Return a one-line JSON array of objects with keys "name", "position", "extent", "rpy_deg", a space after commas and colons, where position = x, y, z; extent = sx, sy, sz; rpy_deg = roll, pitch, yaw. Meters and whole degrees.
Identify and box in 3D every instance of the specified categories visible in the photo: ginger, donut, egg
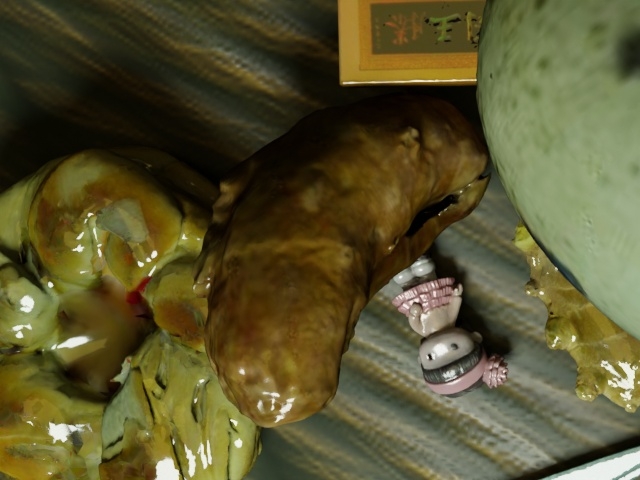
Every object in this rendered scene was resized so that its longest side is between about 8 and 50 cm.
[{"name": "ginger", "position": [0.000, 0.000, 0.959], "extent": [0.172, 0.321, 0.165], "rpy_deg": [26, 151, 22]}, {"name": "donut", "position": [-0.186, 0.095, 1.098], "extent": [0.360, 0.170, 0.360], "rpy_deg": [4, 99, 24]}, {"name": "ginger", "position": [0.226, 0.061, 0.967], "extent": [0.205, 0.081, 0.115], "rpy_deg": [37, 104, 12]}, {"name": "egg", "position": [0.291, -0.082, 0.767], "extent": [0.345, 0.345, 0.428], "rpy_deg": [-44, 60, 22]}]

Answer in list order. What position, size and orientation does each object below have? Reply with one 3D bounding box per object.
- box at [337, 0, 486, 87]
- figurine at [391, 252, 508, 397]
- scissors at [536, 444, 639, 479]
[{"name": "box", "position": [0.102, -0.261, 0.960], "extent": [0.174, 0.076, 0.274], "rpy_deg": [0, 97, 11]}, {"name": "figurine", "position": [0.109, 0.074, 1.038], "extent": [0.072, 0.054, 0.129], "rpy_deg": [-24, 81, 9]}, {"name": "scissors", "position": [0.102, 0.274, 1.077], "extent": [0.447, 0.029, 0.192], "rpy_deg": [-30, 86, 24]}]
